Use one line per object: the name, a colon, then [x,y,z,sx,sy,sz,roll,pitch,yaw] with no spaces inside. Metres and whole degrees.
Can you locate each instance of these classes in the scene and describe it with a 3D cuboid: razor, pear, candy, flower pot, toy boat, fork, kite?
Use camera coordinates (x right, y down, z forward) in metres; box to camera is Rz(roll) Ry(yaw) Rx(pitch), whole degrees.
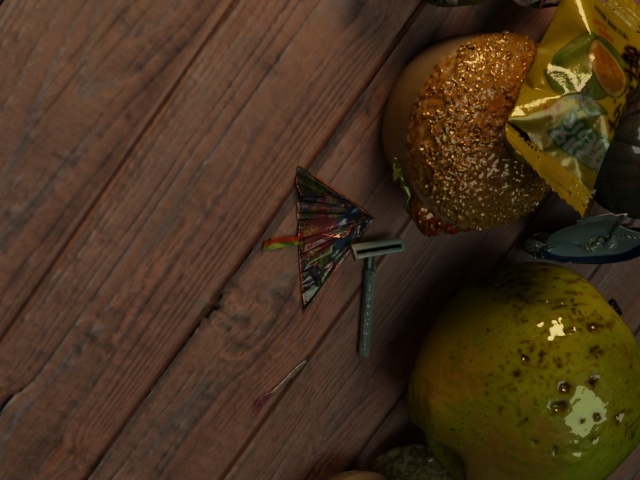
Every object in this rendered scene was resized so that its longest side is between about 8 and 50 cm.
razor: [0.074,0.091,1.376,0.084,0.036,0.211,-8,124,-21]
pear: [0.321,0.236,1.402,0.391,0.391,0.390,-14,121,-25]
candy: [0.341,-0.199,1.152,0.187,0.081,0.297,32,76,-26]
flower pot: [0.487,-0.193,1.362,0.302,0.213,0.301,-15,121,-26]
toy boat: [0.431,-0.003,1.402,0.291,0.221,0.066,26,62,-76]
fork: [-0.064,0.224,1.372,0.115,0.012,0.016,-45,133,-10]
kite: [0.000,0.000,1.290,0.184,0.014,0.241,-11,121,-26]

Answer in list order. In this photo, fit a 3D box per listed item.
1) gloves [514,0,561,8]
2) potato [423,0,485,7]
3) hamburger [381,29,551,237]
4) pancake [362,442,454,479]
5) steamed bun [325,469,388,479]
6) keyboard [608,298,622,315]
gloves: [0.290,-0.373,1.194,0.111,0.212,0.127,-14,86,8]
potato: [0.143,-0.350,1.137,0.188,0.105,0.085,20,59,-33]
hamburger: [0.227,-0.148,1.245,0.276,0.179,0.294,-9,119,-27]
pancake: [0.185,0.440,1.553,0.235,0.029,0.211,26,116,-6]
steamed bun: [0.047,0.459,1.484,0.211,0.144,0.218,-14,151,-14]
keyboard: [0.517,0.179,1.707,0.155,0.010,0.053,-45,130,-4]
